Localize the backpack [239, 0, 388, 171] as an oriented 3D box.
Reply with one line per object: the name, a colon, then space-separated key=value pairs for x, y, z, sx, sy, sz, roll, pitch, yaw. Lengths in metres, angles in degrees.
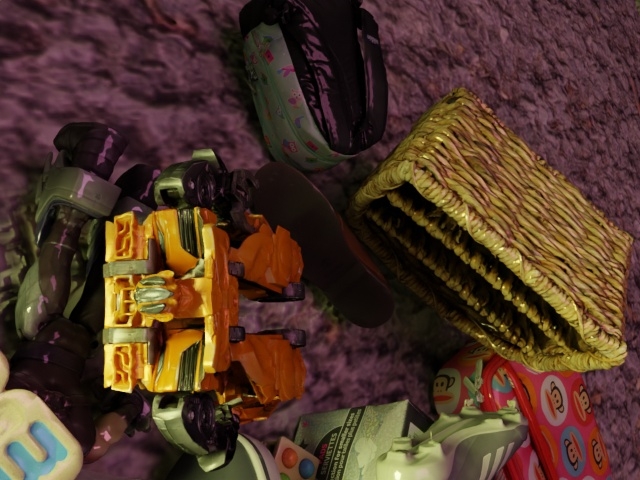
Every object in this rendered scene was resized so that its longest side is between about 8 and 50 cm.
backpack: x=-0.006 y=-0.167 z=0.777 sx=0.152 sy=0.115 sz=0.182 roll=-17 pitch=91 yaw=-39

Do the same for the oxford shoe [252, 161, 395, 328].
oxford shoe: x=0.000 y=0.000 z=0.777 sx=0.212 sy=0.076 sz=0.076 roll=53 pitch=14 yaw=-20

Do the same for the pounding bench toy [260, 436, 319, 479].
pounding bench toy: x=-0.051 y=0.200 z=0.634 sx=0.083 sy=0.065 sz=0.052 roll=42 pitch=49 yaw=-32

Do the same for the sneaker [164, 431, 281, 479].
sneaker: x=-0.115 y=0.277 z=0.487 sx=0.127 sy=0.126 sz=0.321 roll=38 pitch=52 yaw=-42

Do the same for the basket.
basket: x=0.168 y=0.021 z=0.812 sx=0.299 sy=0.213 sz=0.223 roll=41 pitch=40 yaw=-5

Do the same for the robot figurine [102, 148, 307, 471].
robot figurine: x=-0.074 y=0.055 z=0.544 sx=0.291 sy=0.085 sz=0.211 roll=35 pitch=52 yaw=-73

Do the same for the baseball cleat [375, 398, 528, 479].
baseball cleat: x=0.114 y=0.204 z=0.618 sx=0.206 sy=0.072 sz=0.109 roll=-2 pitch=90 yaw=-45

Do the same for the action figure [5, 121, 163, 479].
action figure: x=-0.183 y=0.065 z=0.511 sx=0.185 sy=0.099 sz=0.285 roll=39 pitch=54 yaw=-44

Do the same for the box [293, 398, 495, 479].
box: x=0.043 y=0.294 z=0.652 sx=0.163 sy=0.142 sz=0.247 roll=43 pitch=46 yaw=-29

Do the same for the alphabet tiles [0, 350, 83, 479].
alphabet tiles: x=-0.270 y=0.165 z=0.364 sx=0.284 sy=0.021 sz=0.278 roll=-43 pitch=110 yaw=-28

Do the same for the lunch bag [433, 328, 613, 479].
lunch bag: x=0.256 y=0.268 z=0.936 sx=0.258 sy=0.120 sz=0.293 roll=-26 pitch=96 yaw=-46
